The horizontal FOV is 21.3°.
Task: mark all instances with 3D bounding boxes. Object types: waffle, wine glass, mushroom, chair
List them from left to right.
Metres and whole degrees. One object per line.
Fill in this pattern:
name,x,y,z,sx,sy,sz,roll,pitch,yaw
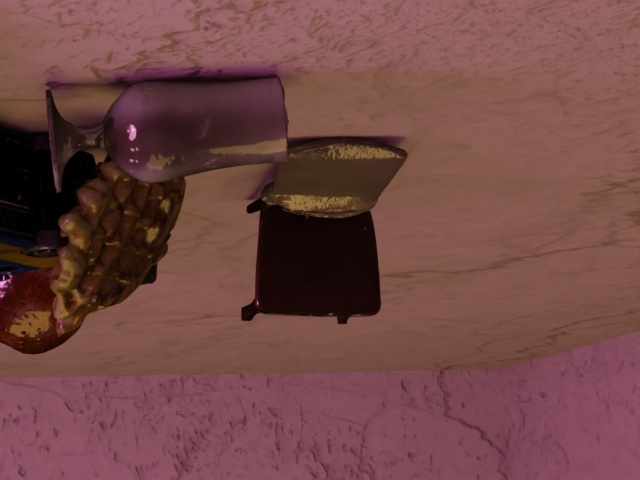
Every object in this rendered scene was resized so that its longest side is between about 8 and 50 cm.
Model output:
mushroom,-0.413,0.071,2.246,0.194,0.138,0.231,26,163,-20
waffle,-0.212,-0.014,1.841,0.054,0.204,0.223,25,-138,21
wine glass,-0.149,-0.107,1.663,0.231,0.103,0.103,-5,169,-8
chair,0.000,0.000,2.068,0.160,0.186,0.319,4,170,-12

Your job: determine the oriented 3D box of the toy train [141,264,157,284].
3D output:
toy train,-0.287,-0.009,2.155,0.086,0.089,0.409,0,170,6

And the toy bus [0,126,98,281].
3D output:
toy bus,-0.374,-0.044,1.807,0.175,0.138,0.288,-11,167,25
